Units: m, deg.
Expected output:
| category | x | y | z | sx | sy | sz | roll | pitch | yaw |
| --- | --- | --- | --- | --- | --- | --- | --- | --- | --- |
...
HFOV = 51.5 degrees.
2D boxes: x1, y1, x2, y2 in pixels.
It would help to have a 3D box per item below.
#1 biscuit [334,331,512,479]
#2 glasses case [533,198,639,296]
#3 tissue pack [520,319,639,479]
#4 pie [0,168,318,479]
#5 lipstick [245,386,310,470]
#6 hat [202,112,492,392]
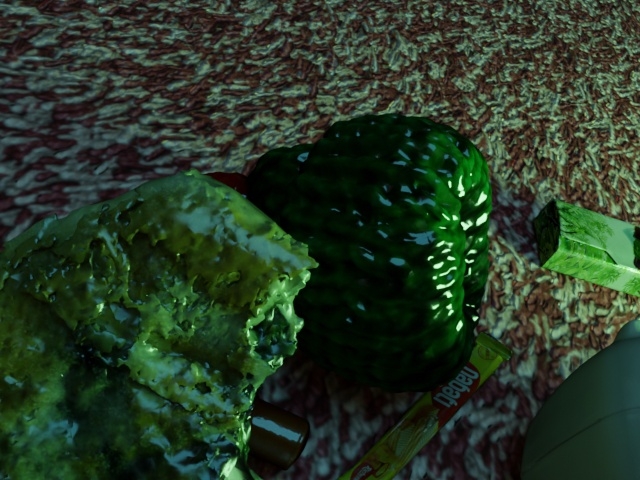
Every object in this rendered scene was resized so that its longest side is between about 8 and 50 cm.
| category | x | y | z | sx | sy | sz | roll | pitch | yaw |
| --- | --- | --- | --- | --- | --- | --- | --- | --- | --- |
| biscuit | 0.112 | 0.182 | 0.689 | 0.048 | 0.026 | 0.292 | 29 | 42 | 30 |
| glasses case | 0.443 | 0.024 | 0.946 | 0.272 | 0.062 | 0.095 | 16 | 47 | -10 |
| tissue pack | 0.367 | 0.227 | 0.618 | 0.333 | 0.229 | 0.236 | 16 | 47 | -11 |
| pie | -0.146 | 0.124 | 0.507 | 0.296 | 0.078 | 0.371 | 4 | 81 | -1 |
| lipstick | -0.151 | 0.124 | 0.585 | 0.299 | 0.081 | 0.081 | 25 | 46 | -1 |
| hat | 0.000 | 0.000 | 0.680 | 0.332 | 0.274 | 0.242 | 9 | 30 | 22 |
